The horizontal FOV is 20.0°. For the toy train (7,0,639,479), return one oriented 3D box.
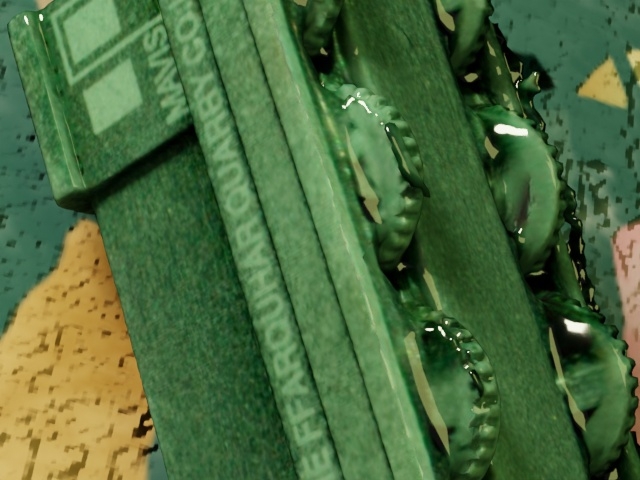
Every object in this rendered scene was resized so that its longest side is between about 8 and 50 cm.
[{"bbox_3d":[0.000,0.000,0.697,0.138,0.178,0.330,1,67,-49],"label":"toy train"}]
